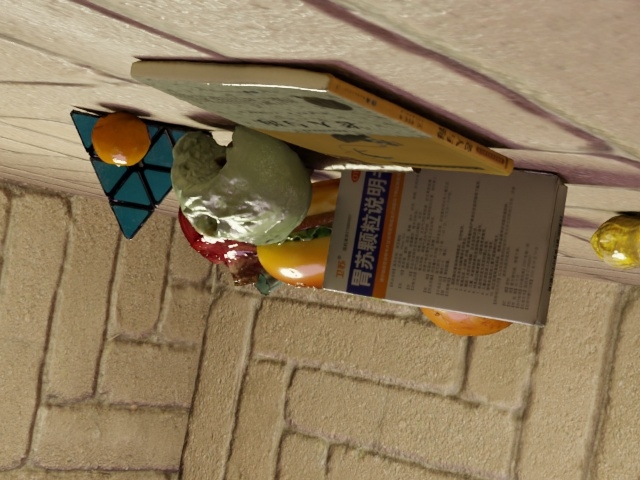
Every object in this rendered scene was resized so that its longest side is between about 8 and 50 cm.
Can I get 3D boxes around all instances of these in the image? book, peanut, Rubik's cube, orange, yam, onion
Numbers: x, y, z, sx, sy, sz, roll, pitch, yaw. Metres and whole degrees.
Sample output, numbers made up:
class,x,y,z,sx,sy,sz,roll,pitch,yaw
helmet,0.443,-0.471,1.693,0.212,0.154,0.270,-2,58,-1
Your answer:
class,x,y,z,sx,sy,sz,roll,pitch,yaw
book,0.014,-0.132,1.269,0.269,0.032,0.389,9,176,37
peanut,0.484,0.002,1.727,0.087,0.087,0.207,11,176,-20
Rubik's cube,-0.267,-0.088,1.748,0.211,0.178,0.190,11,180,6
orange,-0.282,-0.144,1.620,0.084,0.083,0.083,10,177,1
orange,0.275,0.055,2.072,0.240,0.239,0.240,10,177,1
yam,0.000,-0.116,1.553,0.327,0.045,0.045,5,-155,40
onion,-0.132,-0.027,2.017,0.252,0.219,0.252,2,172,0

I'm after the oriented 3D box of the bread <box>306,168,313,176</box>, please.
class,x,y,z,sx,sy,sz,roll,pitch,yaw
bread,-0.066,-0.109,1.791,0.103,0.049,0.062,8,-152,8

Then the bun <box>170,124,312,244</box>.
class,x,y,z,sx,sy,sz,roll,pitch,yaw
bun,-0.118,-0.068,1.567,0.204,0.126,0.212,33,151,-6

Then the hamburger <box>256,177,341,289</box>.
class,x,y,z,sx,sy,sz,roll,pitch,yaw
hamburger,0.010,-0.011,1.806,0.246,0.169,0.246,-9,-179,0

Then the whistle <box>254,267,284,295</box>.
class,x,y,z,sx,sy,sz,roll,pitch,yaw
whistle,0.000,0.000,2.149,0.312,0.062,0.062,-34,-158,-29

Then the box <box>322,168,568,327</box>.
class,x,y,z,sx,sy,sz,roll,pitch,yaw
box,0.169,-0.004,1.557,0.300,0.200,0.106,9,178,20
